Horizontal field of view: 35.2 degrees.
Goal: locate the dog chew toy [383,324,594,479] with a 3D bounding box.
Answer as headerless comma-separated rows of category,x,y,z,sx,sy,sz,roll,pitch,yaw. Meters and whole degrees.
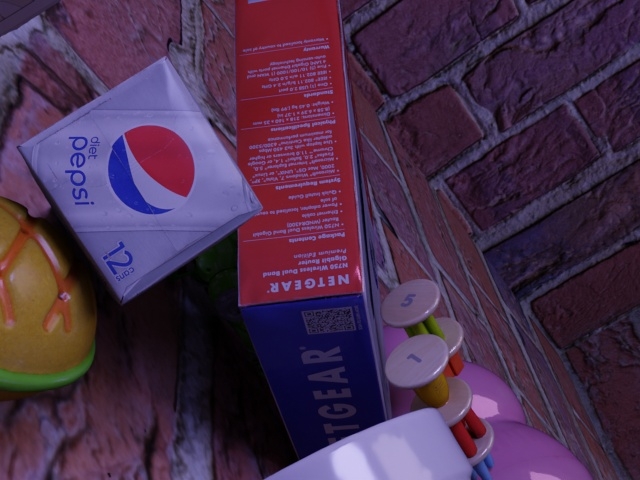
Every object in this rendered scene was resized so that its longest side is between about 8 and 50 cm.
dog chew toy,0.125,0.211,0.974,0.206,0.206,0.332,41,14,-48

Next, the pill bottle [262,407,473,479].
pill bottle,0.084,0.309,0.532,0.408,0.229,0.229,62,15,18

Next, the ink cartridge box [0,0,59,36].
ink cartridge box,-0.219,-0.109,0.376,0.181,0.224,0.056,18,54,-54

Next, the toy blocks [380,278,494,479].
toy blocks,0.104,0.122,0.830,0.148,0.054,0.123,59,18,-32

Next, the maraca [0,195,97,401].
maraca,-0.191,0.022,0.504,0.185,0.099,0.127,23,23,-47

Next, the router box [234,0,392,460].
router box,0.000,0.000,0.833,0.335,0.082,0.301,77,8,-58

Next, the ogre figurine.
ogre figurine,-0.084,0.019,0.890,0.118,0.096,0.197,64,21,-69

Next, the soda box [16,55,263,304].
soda box,-0.116,-0.022,0.638,0.098,0.091,0.286,57,-11,-2
